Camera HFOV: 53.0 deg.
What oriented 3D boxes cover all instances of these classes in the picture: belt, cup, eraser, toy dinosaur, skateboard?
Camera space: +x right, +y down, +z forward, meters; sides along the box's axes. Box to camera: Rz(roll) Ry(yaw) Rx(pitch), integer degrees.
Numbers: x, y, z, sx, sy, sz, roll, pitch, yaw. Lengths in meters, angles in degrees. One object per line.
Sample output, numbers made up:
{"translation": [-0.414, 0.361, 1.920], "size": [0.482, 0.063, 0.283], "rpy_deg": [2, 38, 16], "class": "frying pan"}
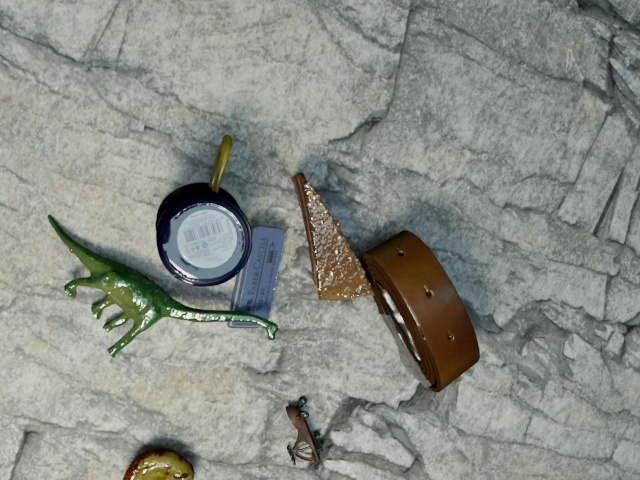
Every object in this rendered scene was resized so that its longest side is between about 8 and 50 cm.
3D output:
{"translation": [0.206, 0.153, 1.350], "size": [0.122, 0.217, 0.339], "rpy_deg": [-29, 100, -14], "class": "belt"}
{"translation": [-0.227, -0.056, 1.196], "size": [0.178, 0.256, 0.255], "rpy_deg": [-13, 100, -11], "class": "cup"}
{"translation": [-0.134, 0.080, 1.337], "size": [0.082, 0.036, 0.225], "rpy_deg": [8, 96, -39], "class": "eraser"}
{"translation": [-0.320, 0.083, 1.263], "size": [0.300, 0.087, 0.447], "rpy_deg": [-32, 98, 2], "class": "toy dinosaur"}
{"translation": [-0.043, 0.429, 1.413], "size": [0.080, 0.067, 0.151], "rpy_deg": [-20, 106, 0], "class": "skateboard"}

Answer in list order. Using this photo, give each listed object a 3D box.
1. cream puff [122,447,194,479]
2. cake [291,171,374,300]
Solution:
{"translation": [-0.336, 0.498, 1.338], "size": [0.148, 0.084, 0.149], "rpy_deg": [-3, 100, -17], "class": "cream puff"}
{"translation": [0.000, 0.000, 1.328], "size": [0.112, 0.116, 0.295], "rpy_deg": [-25, 103, -9], "class": "cake"}
